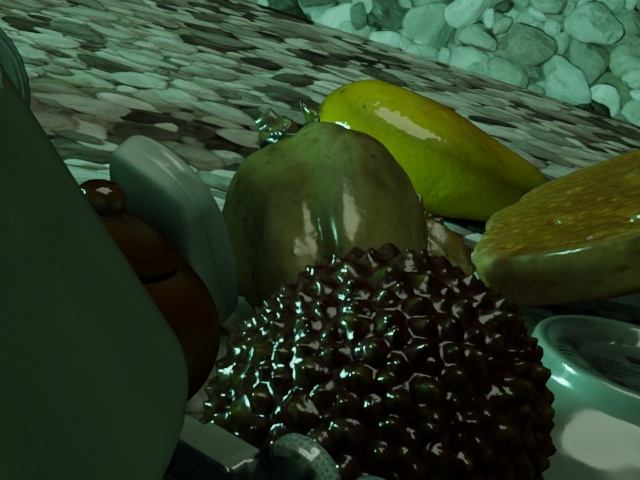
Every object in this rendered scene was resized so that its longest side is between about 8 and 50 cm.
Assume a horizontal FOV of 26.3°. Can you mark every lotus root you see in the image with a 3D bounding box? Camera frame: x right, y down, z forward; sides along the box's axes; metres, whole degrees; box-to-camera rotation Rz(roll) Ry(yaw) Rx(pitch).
[{"bbox_3d":[0.000,0.000,1.025,0.140,0.154,0.257,53,14,-30],"label":"lotus root"}]

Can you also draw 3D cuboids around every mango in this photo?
[{"bbox_3d":[0.122,-0.091,1.522,0.316,0.119,0.176,23,12,-5],"label":"mango"}]

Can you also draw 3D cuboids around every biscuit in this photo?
[{"bbox_3d":[0.315,-0.031,1.302,0.349,0.078,0.455,-10,12,29],"label":"biscuit"}]

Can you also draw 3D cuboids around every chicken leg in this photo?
[{"bbox_3d":[0.037,0.005,1.156,0.207,0.085,0.101,15,48,24],"label":"chicken leg"}]

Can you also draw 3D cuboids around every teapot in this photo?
[{"bbox_3d":[-0.147,0.021,0.831,0.178,0.135,0.252,13,16,-23],"label":"teapot"}]

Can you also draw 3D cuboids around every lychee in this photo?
[{"bbox_3d":[0.028,0.091,0.670,0.188,0.188,0.188,14,16,-4],"label":"lychee"}]

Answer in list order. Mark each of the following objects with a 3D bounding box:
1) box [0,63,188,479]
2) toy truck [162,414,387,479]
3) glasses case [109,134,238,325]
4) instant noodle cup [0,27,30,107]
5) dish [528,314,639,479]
[{"bbox_3d":[-0.180,0.042,0.483,0.226,0.149,0.226,-21,31,13],"label":"box"},{"bbox_3d":[-0.053,0.137,0.562,0.226,0.114,0.098,25,39,33],"label":"toy truck"},{"bbox_3d":[-0.097,-0.002,0.924,0.076,0.049,0.197,36,-21,22],"label":"glasses case"},{"bbox_3d":[-0.327,-0.100,0.887,0.200,0.264,0.264,32,21,25],"label":"instant noodle cup"},{"bbox_3d":[0.185,0.126,0.815,0.303,0.120,0.303,13,16,-4],"label":"dish"}]
